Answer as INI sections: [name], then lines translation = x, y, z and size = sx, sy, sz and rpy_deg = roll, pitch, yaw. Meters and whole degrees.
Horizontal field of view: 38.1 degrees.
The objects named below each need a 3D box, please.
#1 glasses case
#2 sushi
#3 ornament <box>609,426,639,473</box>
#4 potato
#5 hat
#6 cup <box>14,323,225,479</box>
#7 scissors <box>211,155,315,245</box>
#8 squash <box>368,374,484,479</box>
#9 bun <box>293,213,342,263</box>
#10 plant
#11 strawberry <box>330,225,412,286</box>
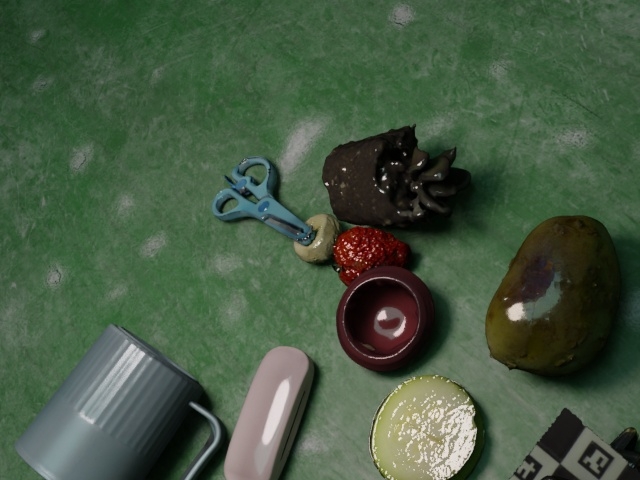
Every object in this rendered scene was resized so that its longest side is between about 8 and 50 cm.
[glasses case]
translation = -0.100, 0.351, 1.823
size = 0.113, 0.075, 0.296
rpy_deg = 8, 69, 32
[sushi]
translation = 0.397, 0.480, 1.382
size = 0.373, 0.100, 0.296
rpy_deg = 43, 108, 35
[ornament]
translation = 0.504, 0.432, 1.428
size = 0.202, 0.080, 0.236
rpy_deg = -49, 52, -2
[potato]
translation = 0.411, 0.095, 1.612
size = 0.210, 0.173, 0.307
rpy_deg = 15, 75, 37
[hat]
translation = 0.128, 0.150, 1.789
size = 0.206, 0.089, 0.205
rpy_deg = -3, 80, 20
[cup]
translation = -0.398, 0.370, 1.871
size = 0.331, 0.257, 0.311
rpy_deg = 27, 78, 39
[scissors]
translation = -0.118, -0.076, 2.062
size = 0.180, 0.032, 0.393
rpy_deg = -51, 40, -4
[squash]
translation = 0.191, 0.350, 1.685
size = 0.219, 0.041, 0.219
rpy_deg = -18, 54, 26
[bun]
translation = 0.000, 0.000, 1.965
size = 0.115, 0.069, 0.115
rpy_deg = -30, 36, 26
[plant]
translation = 0.153, -0.128, 1.852
size = 0.276, 0.199, 0.188
rpy_deg = -3, 105, 33
[strawberry]
translation = 0.098, 0.039, 1.858
size = 0.148, 0.131, 0.131
rpy_deg = 8, 68, 31
